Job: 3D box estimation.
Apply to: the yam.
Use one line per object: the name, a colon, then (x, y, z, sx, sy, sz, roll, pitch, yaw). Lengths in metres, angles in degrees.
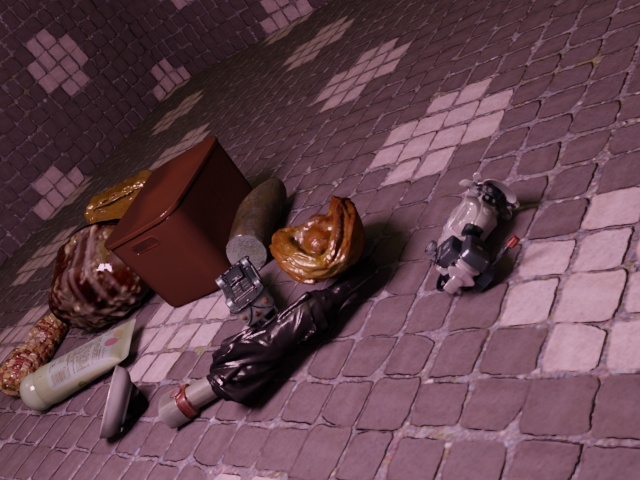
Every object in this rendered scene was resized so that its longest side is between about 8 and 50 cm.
yam: (-0.143, -0.046, 1.629, 0.106, 0.106, 0.259, -26, 29, 25)

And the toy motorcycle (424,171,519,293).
toy motorcycle: (0.231, -0.015, 1.086, 0.150, 0.102, 0.221, -47, 13, 37)

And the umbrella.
umbrella: (-0.042, 0.141, 1.181, 0.340, 0.118, 0.118, -39, 25, -4)

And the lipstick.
lipstick: (-0.195, 0.257, 1.251, 0.186, 0.057, 0.063, -32, 25, 9)

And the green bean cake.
green bean cake: (-0.513, -0.059, 1.990, 0.229, 0.224, 0.131, -24, 28, 7)

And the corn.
corn: (-0.769, 0.296, 1.920, 0.098, 0.098, 0.290, -25, 28, 27)

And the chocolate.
chocolate: (-0.559, 0.105, 1.824, 0.340, 0.225, 0.210, -27, 40, 26)

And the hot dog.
hot dog: (-0.002, -0.003, 1.260, 0.175, 0.114, 0.259, -29, 4, -2)

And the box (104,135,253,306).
box: (-0.308, -0.041, 1.697, 0.239, 0.229, 0.339, -23, 29, 30)

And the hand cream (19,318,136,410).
hand cream: (-0.557, 0.290, 1.647, 0.305, 0.093, 0.147, -31, 27, 12)

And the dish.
dish: (-0.376, 0.319, 1.385, 0.141, 0.078, 0.141, -167, 90, -78)

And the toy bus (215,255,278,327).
toy bus: (-0.140, 0.105, 1.387, 0.087, 0.089, 0.194, -39, 25, -3)
